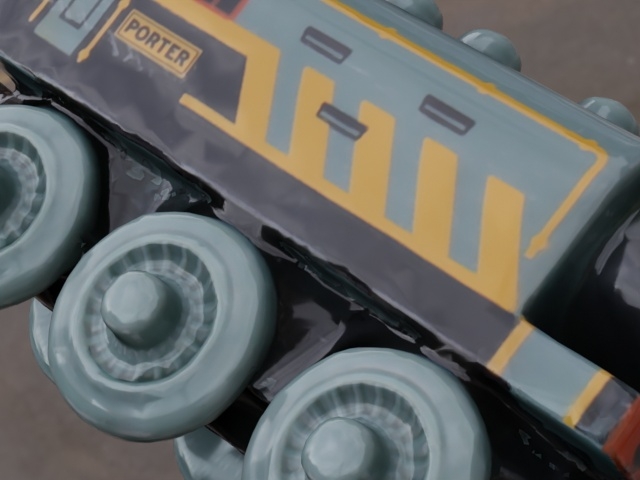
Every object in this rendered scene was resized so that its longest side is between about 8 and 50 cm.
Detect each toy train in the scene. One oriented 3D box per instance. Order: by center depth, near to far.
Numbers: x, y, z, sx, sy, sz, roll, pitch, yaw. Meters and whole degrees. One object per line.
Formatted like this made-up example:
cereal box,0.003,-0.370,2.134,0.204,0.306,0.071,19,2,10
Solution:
toy train,0.000,0.000,0.650,0.334,0.142,0.190,33,83,33
